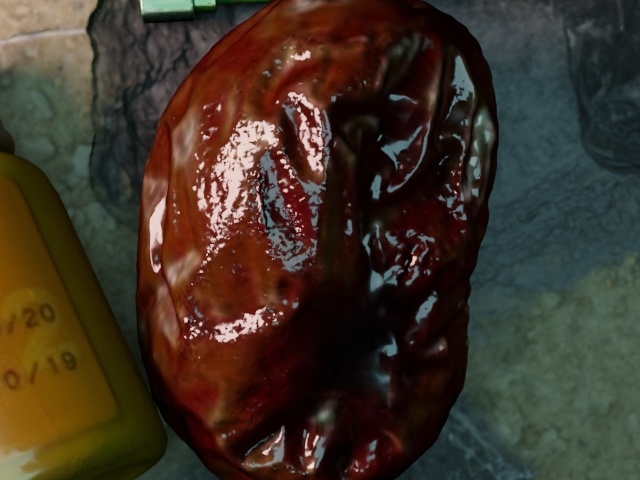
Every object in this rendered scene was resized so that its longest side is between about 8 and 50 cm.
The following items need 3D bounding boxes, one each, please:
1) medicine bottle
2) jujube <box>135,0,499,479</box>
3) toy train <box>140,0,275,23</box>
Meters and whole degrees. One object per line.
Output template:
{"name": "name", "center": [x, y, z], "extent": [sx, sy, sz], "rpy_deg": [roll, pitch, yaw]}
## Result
{"name": "medicine bottle", "center": [-0.287, 0.033, 1.046], "extent": [0.224, 0.224, 0.384], "rpy_deg": [-25, 80, -4]}
{"name": "jujube", "center": [-0.001, -0.001, 1.073], "extent": [0.277, 0.276, 0.376], "rpy_deg": [4, 91, -5]}
{"name": "toy train", "center": [-0.037, -0.244, 1.162], "extent": [0.251, 0.085, 0.119], "rpy_deg": [-3, 95, -3]}
